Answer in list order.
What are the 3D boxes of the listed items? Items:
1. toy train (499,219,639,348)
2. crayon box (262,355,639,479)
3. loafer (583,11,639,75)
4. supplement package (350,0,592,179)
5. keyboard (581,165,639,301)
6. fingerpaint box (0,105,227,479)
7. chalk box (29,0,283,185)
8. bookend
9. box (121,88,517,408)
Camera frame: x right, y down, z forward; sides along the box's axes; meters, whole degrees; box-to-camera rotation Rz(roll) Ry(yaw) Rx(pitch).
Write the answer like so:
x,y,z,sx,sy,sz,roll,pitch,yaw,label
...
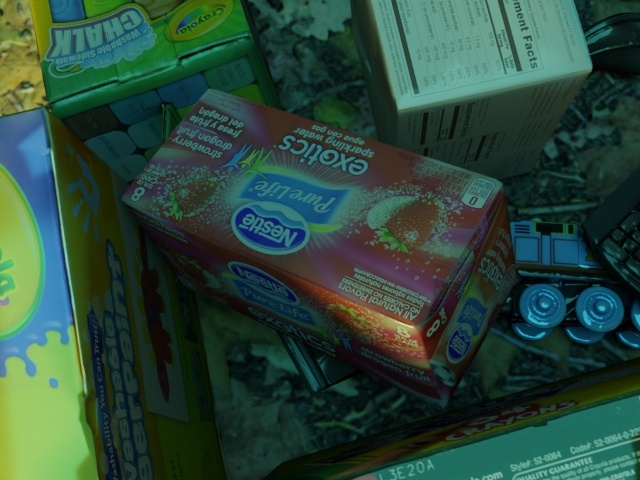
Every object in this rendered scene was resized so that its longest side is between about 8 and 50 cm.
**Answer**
x,y,z,sx,sy,sz,roll,pitch,yaw,label
0.250,0.039,0.779,0.184,0.080,0.105,4,72,5,toy train
0.137,0.176,0.636,0.363,0.313,0.106,-16,81,0,crayon box
0.307,-0.191,0.832,0.170,0.062,0.061,-23,82,0,loafer
0.112,-0.174,0.737,0.145,0.262,0.203,-12,78,1,supplement package
0.400,-0.031,0.765,0.317,0.033,0.201,-40,78,-20,keyboard
-0.180,0.182,0.629,0.163,0.371,0.444,-13,78,1,fingerpaint box
-0.140,-0.163,0.768,0.179,0.180,0.288,-19,66,1,chalk box
0.068,0.051,0.720,0.156,0.157,0.072,-36,77,27,bookend
0.000,0.000,0.620,0.257,0.128,0.122,22,65,28,box
